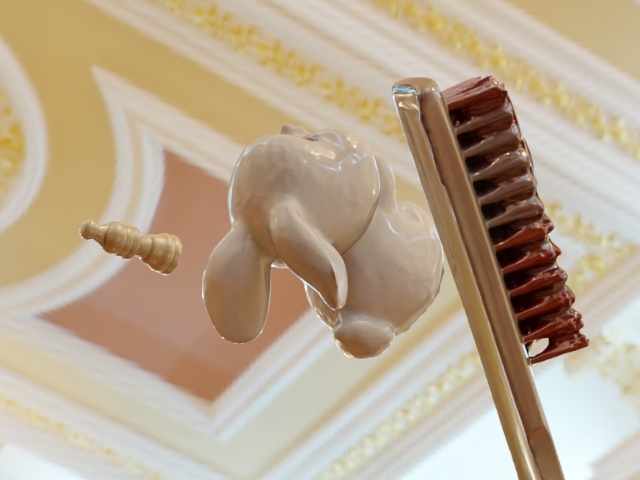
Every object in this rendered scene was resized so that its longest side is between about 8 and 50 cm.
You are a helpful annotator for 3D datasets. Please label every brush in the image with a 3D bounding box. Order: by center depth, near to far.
[{"bbox_3d":[0.103,0.076,0.758,0.050,0.060,0.321,-20,-78,-10],"label":"brush"}]

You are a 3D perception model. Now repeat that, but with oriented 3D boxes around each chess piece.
[{"bbox_3d":[-0.165,0.002,1.436,0.092,0.035,0.035,18,-38,-37],"label":"chess piece"}]

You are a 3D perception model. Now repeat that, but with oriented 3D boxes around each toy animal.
[{"bbox_3d":[0.005,0.007,1.342,0.127,0.178,0.193,-14,-27,32],"label":"toy animal"}]
